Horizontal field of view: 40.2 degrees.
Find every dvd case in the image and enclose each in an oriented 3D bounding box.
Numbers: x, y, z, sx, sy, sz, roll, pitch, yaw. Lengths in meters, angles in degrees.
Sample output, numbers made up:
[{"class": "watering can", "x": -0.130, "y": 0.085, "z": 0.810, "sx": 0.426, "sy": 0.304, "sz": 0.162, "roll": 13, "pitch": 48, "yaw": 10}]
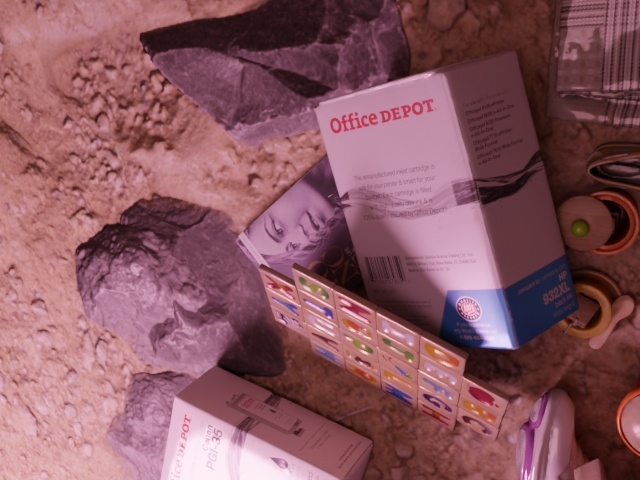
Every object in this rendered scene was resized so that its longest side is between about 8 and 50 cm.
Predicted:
[{"class": "dvd case", "x": 0.000, "y": 0.000, "z": 1.206, "sx": 0.221, "sy": 0.018, "sz": 0.164, "roll": -40, "pitch": 86, "yaw": 31}]

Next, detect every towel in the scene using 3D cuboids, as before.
[{"class": "towel", "x": 0.395, "y": -0.264, "z": 0.900, "sx": 0.312, "sy": 0.056, "sz": 0.324, "roll": 8, "pitch": 110, "yaw": 25}]

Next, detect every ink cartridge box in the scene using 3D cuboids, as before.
[{"class": "ink cartridge box", "x": -0.089, "y": 0.345, "z": 1.300, "sx": 0.283, "sy": 0.117, "sz": 0.207, "roll": 22, "pitch": 115, "yaw": 19}, {"class": "ink cartridge box", "x": 0.143, "y": -0.042, "z": 1.017, "sx": 0.223, "sy": 0.129, "sz": 0.307, "roll": -4, "pitch": 105, "yaw": 53}]

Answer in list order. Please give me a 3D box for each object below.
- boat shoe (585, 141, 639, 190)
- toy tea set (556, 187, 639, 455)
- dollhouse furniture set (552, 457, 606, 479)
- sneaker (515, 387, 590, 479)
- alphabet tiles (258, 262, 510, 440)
[{"class": "boat shoe", "x": 0.386, "y": -0.073, "z": 0.953, "sx": 0.190, "sy": 0.072, "sz": 0.068, "roll": 0, "pitch": 105, "yaw": 27}, {"class": "toy tea set", "x": 0.365, "y": 0.101, "z": 0.987, "sx": 0.336, "sy": 0.124, "sz": 0.200, "roll": 49, "pitch": 121, "yaw": 6}, {"class": "dollhouse furniture set", "x": 0.402, "y": 0.289, "z": 0.954, "sx": 0.262, "sy": 0.135, "sz": 0.259, "roll": 19, "pitch": 142, "yaw": -18}, {"class": "sneaker", "x": 0.325, "y": 0.327, "z": 1.106, "sx": 0.152, "sy": 0.114, "sz": 0.305, "roll": -3, "pitch": 105, "yaw": 9}, {"class": "alphabet tiles", "x": 0.075, "y": 0.144, "z": 1.107, "sx": 0.342, "sy": 0.011, "sz": 0.285, "roll": 27, "pitch": 157, "yaw": 18}]
